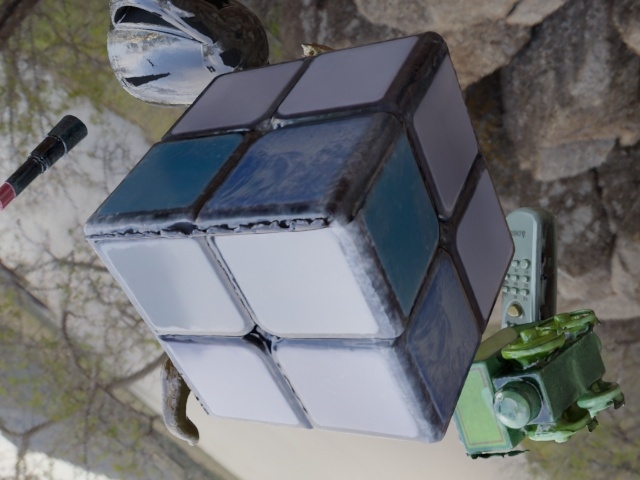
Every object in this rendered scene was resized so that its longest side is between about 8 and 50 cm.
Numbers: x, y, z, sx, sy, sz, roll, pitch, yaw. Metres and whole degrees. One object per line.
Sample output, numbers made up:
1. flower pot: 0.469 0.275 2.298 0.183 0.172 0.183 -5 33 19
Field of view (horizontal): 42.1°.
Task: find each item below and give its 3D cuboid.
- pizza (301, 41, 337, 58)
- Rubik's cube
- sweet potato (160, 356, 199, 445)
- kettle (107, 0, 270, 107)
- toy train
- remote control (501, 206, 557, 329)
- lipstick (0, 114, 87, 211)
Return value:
1. pizza: 0.016 -0.408 1.892 0.188 0.062 0.199 28 -164 36
2. Rubik's cube: 0.000 0.000 0.912 0.316 0.318 0.313 -2 130 34
3. sweet potato: -0.310 0.354 1.821 0.062 0.081 0.232 18 117 54
4. kettle: -0.219 -0.327 1.343 0.268 0.207 0.290 29 173 -37
5. toy train: 0.295 0.192 1.158 0.188 0.272 0.159 -19 89 39
6. remote control: 0.344 0.093 1.376 0.056 0.296 0.140 1 -179 -13
7. lipstick: -0.498 -0.132 1.463 0.054 0.234 0.053 18 140 15
